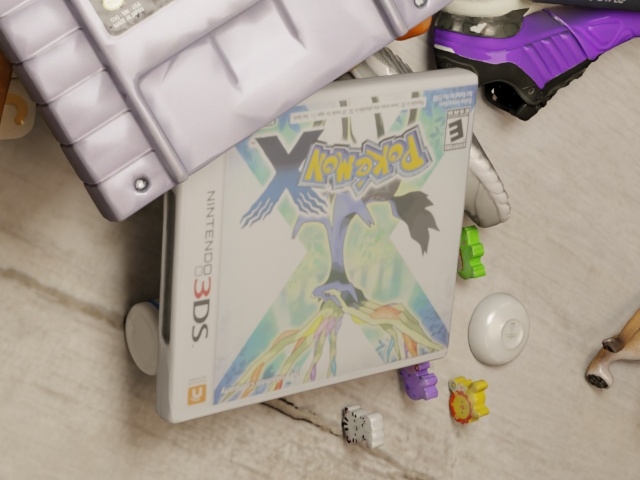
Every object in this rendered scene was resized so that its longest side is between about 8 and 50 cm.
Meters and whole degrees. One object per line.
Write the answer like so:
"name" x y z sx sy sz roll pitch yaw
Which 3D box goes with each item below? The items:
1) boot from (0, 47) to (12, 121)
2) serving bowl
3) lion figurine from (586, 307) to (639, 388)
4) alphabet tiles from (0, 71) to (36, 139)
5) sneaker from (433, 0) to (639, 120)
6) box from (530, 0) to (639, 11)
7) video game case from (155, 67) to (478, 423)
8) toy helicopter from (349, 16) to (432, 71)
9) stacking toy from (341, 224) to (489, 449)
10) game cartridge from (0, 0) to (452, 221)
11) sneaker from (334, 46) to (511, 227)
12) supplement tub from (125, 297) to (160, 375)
"boot" -0.361 -0.020 1.192 0.264 0.096 0.280 -8 122 -36
"serving bowl" 0.204 0.101 1.724 0.083 0.027 0.083 -7 102 -36
"lion figurine" 0.495 0.164 1.884 0.392 0.142 0.240 48 63 -28
"alphabet tiles" -0.349 -0.147 1.212 0.278 0.021 0.284 -6 121 -30
"sneaker" 0.235 -0.203 1.655 0.293 0.102 0.146 -6 109 -32
"box" 0.364 -0.385 1.545 0.296 0.294 0.183 -1 55 -30
"video game case" 0.000 0.000 1.440 0.329 0.036 0.300 -11 115 -34
"toy helicopter" -0.039 -0.317 1.384 0.235 0.140 0.355 -17 92 -61
"stacking toy" 0.100 0.103 1.638 0.167 0.052 0.221 -10 103 -36
"game cartridge" -0.081 -0.204 1.249 0.355 0.068 0.230 -35 112 -17
"sneaker" 0.092 -0.092 1.584 0.115 0.105 0.281 -38 130 14
"supplement tub" -0.122 0.082 1.454 0.107 0.071 0.071 -12 106 -35
